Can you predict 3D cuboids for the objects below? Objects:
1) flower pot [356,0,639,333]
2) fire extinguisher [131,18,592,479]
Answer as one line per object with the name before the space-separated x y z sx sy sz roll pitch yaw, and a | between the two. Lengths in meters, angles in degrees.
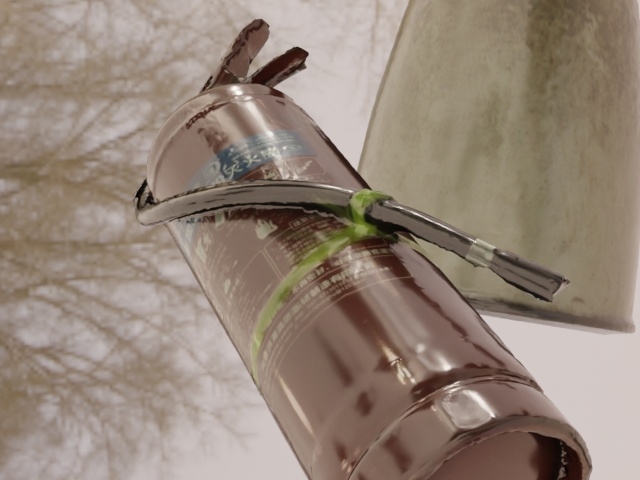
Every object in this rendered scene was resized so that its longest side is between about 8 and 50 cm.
flower pot | 0.180 -0.087 1.158 0.293 0.294 0.330 -171 -89 -68
fire extinguisher | 0.000 0.000 0.554 0.105 0.141 0.341 50 3 -42
